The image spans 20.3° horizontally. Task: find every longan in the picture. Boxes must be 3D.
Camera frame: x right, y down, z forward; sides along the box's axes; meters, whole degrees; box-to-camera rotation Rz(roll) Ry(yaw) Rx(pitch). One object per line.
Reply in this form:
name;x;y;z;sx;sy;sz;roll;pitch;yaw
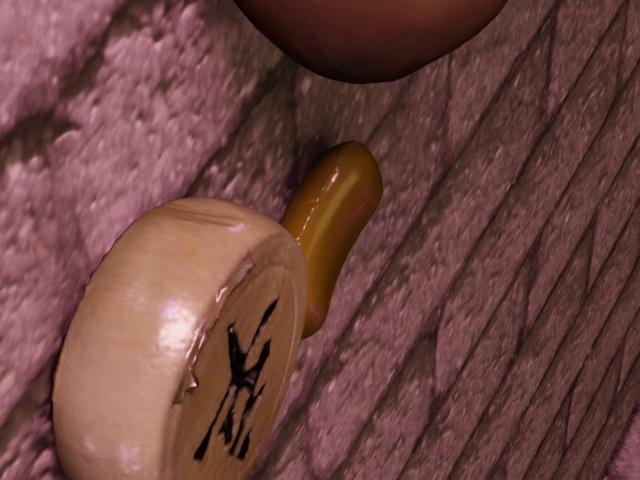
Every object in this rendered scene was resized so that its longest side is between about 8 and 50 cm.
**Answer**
longan;0.025;-0.168;0.912;0.189;0.189;0.189;-54;156;-39

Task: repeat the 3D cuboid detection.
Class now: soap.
soap;-0.001;-0.001;1.185;0.140;0.045;0.089;-65;158;-12

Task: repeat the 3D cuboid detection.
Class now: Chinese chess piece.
Chinese chess piece;-0.073;0.069;1.002;0.188;0.083;0.188;17;90;-71
